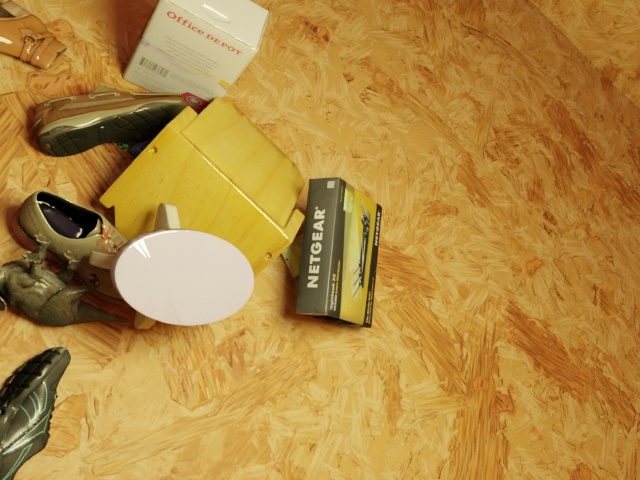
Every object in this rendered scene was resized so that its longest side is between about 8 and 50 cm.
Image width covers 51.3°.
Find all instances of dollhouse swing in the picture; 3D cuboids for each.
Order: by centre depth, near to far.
[{"bbox_3d":[-0.241,-0.104,1.508,0.347,0.315,0.305,43,13,-14],"label":"dollhouse swing"}]

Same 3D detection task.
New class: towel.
[{"bbox_3d":[-0.371,-0.180,1.509,0.119,0.029,0.067,46,53,-7],"label":"towel"}]

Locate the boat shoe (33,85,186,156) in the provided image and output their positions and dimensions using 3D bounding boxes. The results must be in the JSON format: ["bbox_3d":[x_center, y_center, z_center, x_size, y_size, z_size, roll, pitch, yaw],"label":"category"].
[{"bbox_3d":[-0.453,-0.280,1.433,0.324,0.122,0.119,-18,69,-30],"label":"boat shoe"}]

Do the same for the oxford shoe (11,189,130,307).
[{"bbox_3d":[-0.430,0.025,1.309,0.348,0.130,0.122,31,53,-20],"label":"oxford shoe"}]

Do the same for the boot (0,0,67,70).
[{"bbox_3d":[-0.646,-0.408,1.410,0.152,0.073,0.197,40,55,-17],"label":"boot"}]

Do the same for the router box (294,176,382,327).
[{"bbox_3d":[0.049,0.035,1.539,0.243,0.081,0.308,25,68,-59],"label":"router box"}]

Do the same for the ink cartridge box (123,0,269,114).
[{"bbox_3d":[-0.286,-0.441,1.508,0.226,0.306,0.131,25,58,-23],"label":"ink cartridge box"}]

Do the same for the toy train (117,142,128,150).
[{"bbox_3d":[-0.441,-0.239,1.499,0.024,0.017,0.083,9,64,-19],"label":"toy train"}]

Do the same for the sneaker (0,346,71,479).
[{"bbox_3d":[-0.518,0.307,1.165,0.106,0.101,0.267,54,47,-30],"label":"sneaker"}]

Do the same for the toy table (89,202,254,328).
[{"bbox_3d":[-0.285,0.061,1.266,0.274,0.161,0.252,26,82,-37],"label":"toy table"}]

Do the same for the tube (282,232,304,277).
[{"bbox_3d":[0.000,0.000,1.654,0.240,0.062,0.070,-30,56,-36],"label":"tube"}]

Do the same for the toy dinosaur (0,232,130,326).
[{"bbox_3d":[-0.512,0.094,1.239,0.314,0.160,0.121,26,22,-35],"label":"toy dinosaur"}]
